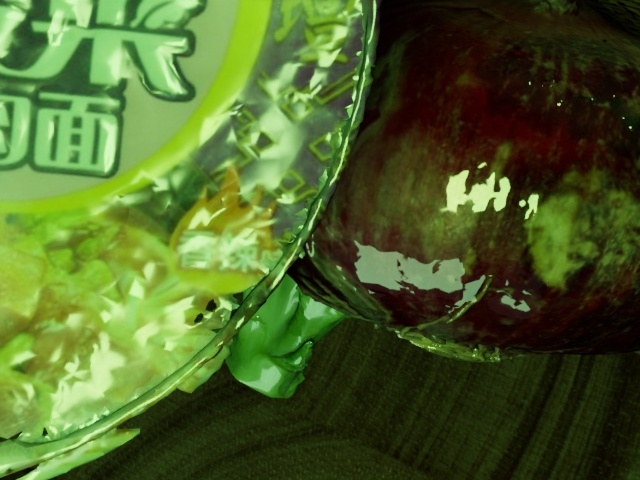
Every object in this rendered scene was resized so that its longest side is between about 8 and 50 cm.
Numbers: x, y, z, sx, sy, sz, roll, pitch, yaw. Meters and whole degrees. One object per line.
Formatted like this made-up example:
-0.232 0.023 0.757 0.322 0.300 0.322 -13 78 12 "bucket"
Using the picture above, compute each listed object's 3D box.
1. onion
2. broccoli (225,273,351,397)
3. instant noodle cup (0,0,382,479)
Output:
0.087 -0.035 0.698 0.246 0.190 0.246 9 -171 -1 "onion"
0.000 0.000 1.189 0.254 0.269 0.269 34 -179 24 "broccoli"
-0.170 -0.100 0.546 0.340 0.339 0.266 25 -176 -17 "instant noodle cup"
